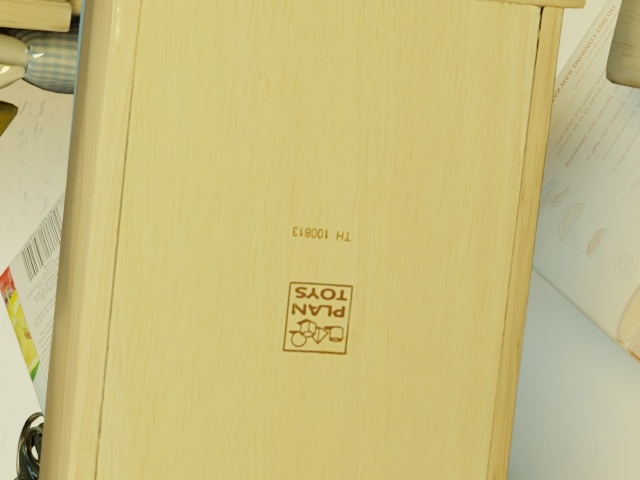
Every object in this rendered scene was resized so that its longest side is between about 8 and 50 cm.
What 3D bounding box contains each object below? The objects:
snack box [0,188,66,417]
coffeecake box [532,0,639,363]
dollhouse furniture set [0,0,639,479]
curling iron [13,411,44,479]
[{"bbox_3d":[-0.016,0.082,0.752,0.070,0.174,0.207,-52,39,20],"label":"snack box"},{"bbox_3d":[0.157,-0.016,0.686,0.142,0.068,0.185,-57,38,10],"label":"coffeecake box"},{"bbox_3d":[0.000,0.000,0.670,0.303,0.286,0.198,-151,67,-71],"label":"dollhouse furniture set"},{"bbox_3d":[-0.071,0.156,0.897,0.274,0.035,0.068,36,116,48],"label":"curling iron"}]
